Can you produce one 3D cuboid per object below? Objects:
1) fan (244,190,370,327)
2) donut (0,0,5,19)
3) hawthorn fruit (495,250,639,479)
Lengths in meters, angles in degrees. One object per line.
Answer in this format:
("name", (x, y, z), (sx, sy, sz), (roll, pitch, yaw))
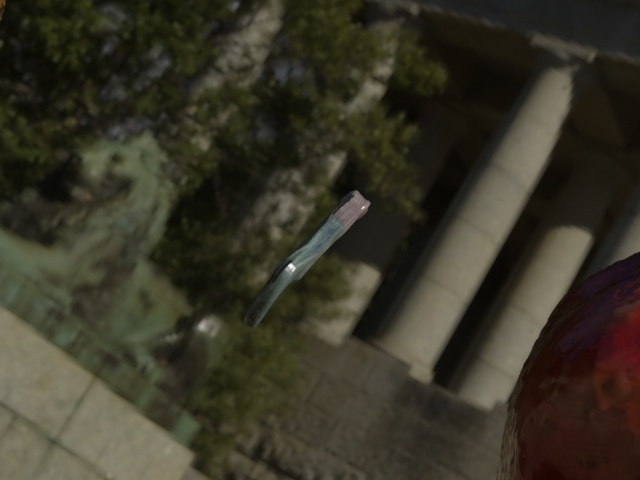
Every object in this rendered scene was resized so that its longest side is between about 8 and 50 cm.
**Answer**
("fan", (0.000, 0.000, 1.075), (0.023, 0.057, 0.282), (34, 22, 3))
("donut", (-0.329, -0.236, 0.970), (0.278, 0.277, 0.108), (23, 18, 28))
("hawthorn fruit", (0.177, 0.086, 0.662), (0.205, 0.253, 0.205), (1, 18, 0))
